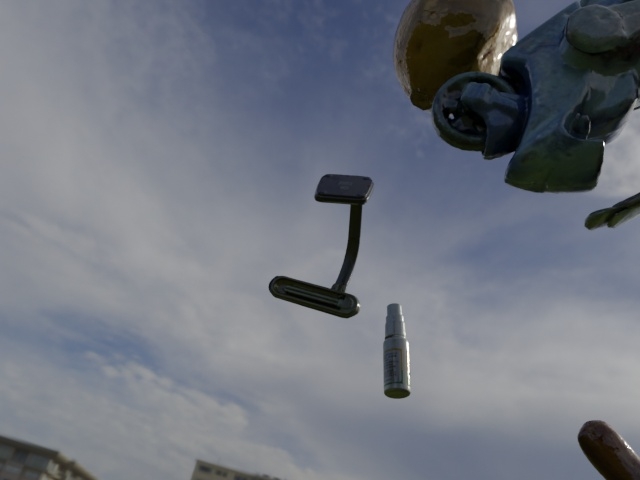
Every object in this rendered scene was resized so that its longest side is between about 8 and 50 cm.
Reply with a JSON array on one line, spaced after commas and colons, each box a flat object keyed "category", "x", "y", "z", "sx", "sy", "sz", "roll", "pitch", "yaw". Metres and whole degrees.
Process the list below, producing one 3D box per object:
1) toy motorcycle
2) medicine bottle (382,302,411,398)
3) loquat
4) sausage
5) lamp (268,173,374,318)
[{"category": "toy motorcycle", "x": 0.301, "y": -0.159, "z": 0.741, "sx": 0.241, "sy": 0.319, "sz": 0.182, "roll": 48, "pitch": -11, "yaw": 50}, {"category": "medicine bottle", "x": 0.175, "y": 0.257, "z": 1.600, "sx": 0.061, "sy": 0.221, "sz": 0.092, "roll": -1, "pitch": -33, "yaw": 4}, {"category": "loquat", "x": 0.202, "y": -0.295, "z": 1.041, "sx": 0.176, "sy": 0.234, "sz": 0.187, "roll": 25, "pitch": -12, "yaw": 17}, {"category": "sausage", "x": 0.575, "y": 0.442, "z": 1.215, "sx": 0.302, "sy": 0.076, "sz": 0.103, "roll": 48, "pitch": -12, "yaw": 44}, {"category": "lamp", "x": 0.001, "y": 0.001, "z": 1.457, "sx": 0.203, "sy": 0.283, "sz": 0.124, "roll": 8, "pitch": 13, "yaw": 9}]
